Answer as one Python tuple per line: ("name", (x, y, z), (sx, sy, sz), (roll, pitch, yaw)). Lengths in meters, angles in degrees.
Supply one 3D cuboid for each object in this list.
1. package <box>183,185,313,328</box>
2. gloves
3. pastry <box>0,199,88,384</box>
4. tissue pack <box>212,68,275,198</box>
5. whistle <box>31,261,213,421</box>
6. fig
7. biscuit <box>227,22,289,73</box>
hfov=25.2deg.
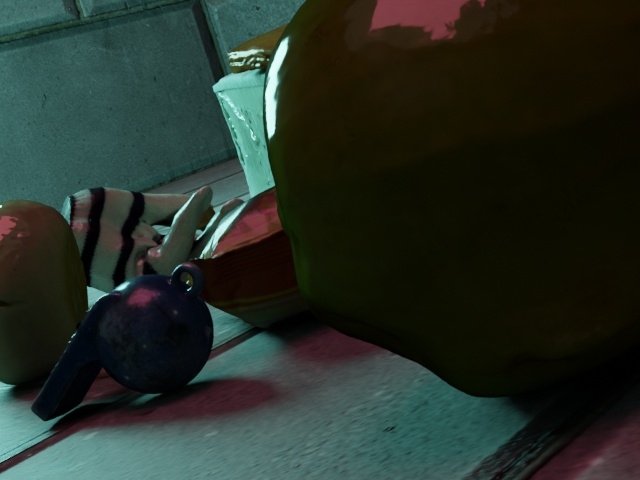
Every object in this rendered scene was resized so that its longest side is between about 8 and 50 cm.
("package", (-0.006, 0.003, 1.138), (0.223, 0.108, 0.288), (-23, 0, -4))
("gloves", (-0.160, 0.006, 1.488), (0.218, 0.131, 0.140), (13, -4, -17))
("pastry", (-0.250, 0.044, 1.213), (0.092, 0.156, 0.156), (-11, 7, 3))
("tissue pack", (0.110, -0.170, 1.756), (0.405, 0.205, 0.332), (-18, 12, -14))
("whistle", (-0.124, 0.078, 0.986), (0.158, 0.090, 0.090), (-57, -8, 20))
("fig", (0.109, -0.048, 0.695), (0.271, 0.239, 0.239), (-19, 6, 15))
("biscuit", (0.009, -0.236, 1.610), (0.192, 0.036, 0.186), (-28, 19, -35))
